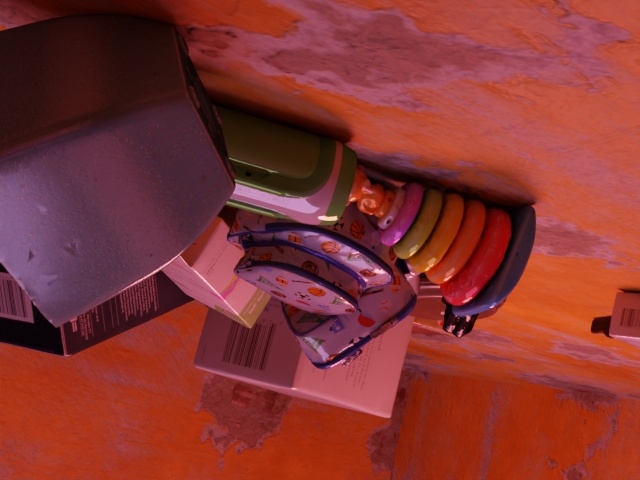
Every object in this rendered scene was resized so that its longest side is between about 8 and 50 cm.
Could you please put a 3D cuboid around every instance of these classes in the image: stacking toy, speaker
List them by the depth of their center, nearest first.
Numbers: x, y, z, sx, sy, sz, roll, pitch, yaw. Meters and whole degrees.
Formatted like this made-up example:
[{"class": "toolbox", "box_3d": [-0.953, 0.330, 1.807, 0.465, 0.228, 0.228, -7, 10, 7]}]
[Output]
[{"class": "speaker", "box_3d": [-0.107, -0.111, 1.241, 0.296, 0.131, 0.131, 16, 169, -11]}, {"class": "stacking toy", "box_3d": [0.148, -0.024, 1.374, 0.302, 0.175, 0.166, 27, 163, -11]}]

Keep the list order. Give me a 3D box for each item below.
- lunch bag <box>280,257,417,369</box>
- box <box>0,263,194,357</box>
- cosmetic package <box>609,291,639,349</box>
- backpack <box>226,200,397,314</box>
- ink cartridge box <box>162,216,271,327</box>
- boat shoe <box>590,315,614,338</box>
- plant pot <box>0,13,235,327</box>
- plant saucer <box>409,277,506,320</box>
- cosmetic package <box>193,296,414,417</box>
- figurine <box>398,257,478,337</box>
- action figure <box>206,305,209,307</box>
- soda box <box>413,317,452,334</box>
[{"class": "lunch bag", "box_3d": [0.053, 0.105, 1.711, 0.115, 0.243, 0.303, 55, -179, -19]}, {"class": "box", "box_3d": [-0.510, 0.070, 1.974, 0.293, 0.212, 0.395, 6, -162, 33]}, {"class": "cosmetic package", "box_3d": [0.780, 0.184, 1.719, 0.377, 0.097, 0.284, 2, 162, 46]}, {"class": "backpack", "box_3d": [0.000, 0.000, 1.502, 0.276, 0.213, 0.263, 24, 154, -31]}, {"class": "ink cartridge box", "box_3d": [-0.252, 0.020, 1.861, 0.207, 0.119, 0.353, 24, 162, 32]}, {"class": "boat shoe", "box_3d": [0.654, 0.195, 2.059, 0.045, 0.050, 0.135, 12, 179, -11]}, {"class": "plant pot", "box_3d": [-0.239, -0.104, 1.019, 0.252, 0.247, 0.248, -21, 135, 2]}, {"class": "plant saucer", "box_3d": [0.285, 0.140, 2.113, 0.278, 0.041, 0.278, 4, 163, 1]}, {"class": "cosmetic package", "box_3d": [-0.027, 0.212, 2.220, 0.329, 0.327, 0.394, 5, 165, 39]}, {"class": "figurine", "box_3d": [0.233, 0.086, 1.851, 0.215, 0.092, 0.209, 22, 152, 5]}, {"class": "action figure", "box_3d": [-0.322, 0.109, 2.476, 0.330, 0.178, 0.341, 20, 169, 20]}, {"class": "soda box", "box_3d": [0.303, 0.214, 2.526, 0.181, 0.058, 0.061, 17, 168, -12]}]
